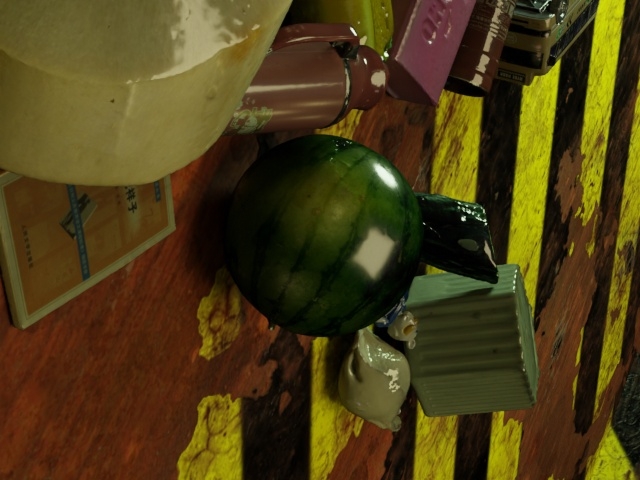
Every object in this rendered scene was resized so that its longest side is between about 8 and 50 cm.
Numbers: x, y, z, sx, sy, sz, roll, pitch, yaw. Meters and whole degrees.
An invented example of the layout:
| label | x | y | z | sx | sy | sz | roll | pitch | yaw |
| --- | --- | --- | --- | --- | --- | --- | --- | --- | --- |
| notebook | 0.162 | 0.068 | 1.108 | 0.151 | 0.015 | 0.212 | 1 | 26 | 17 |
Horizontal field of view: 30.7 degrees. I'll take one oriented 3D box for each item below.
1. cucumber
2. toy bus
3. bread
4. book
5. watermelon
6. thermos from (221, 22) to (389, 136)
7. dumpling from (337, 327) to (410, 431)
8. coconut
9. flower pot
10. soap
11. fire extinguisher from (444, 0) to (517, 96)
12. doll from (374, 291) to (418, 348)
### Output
| label | x | y | z | sx | sy | sz | roll | pitch | yaw |
| --- | --- | --- | --- | --- | --- | --- | --- | --- | --- |
| cucumber | 0.195 | -0.008 | 1.781 | 0.086 | 0.193 | 0.115 | -63 | 169 | -81 |
| toy bus | 0.373 | -0.389 | 1.961 | 0.289 | 0.139 | 0.157 | -49 | 147 | -44 |
| bread | 0.006 | -0.347 | 1.359 | 0.166 | 0.112 | 0.383 | -69 | 156 | -44 |
| book | -0.237 | -0.035 | 1.194 | 0.242 | 0.018 | 0.170 | -39 | 135 | -46 |
| watermelon | 0.003 | -0.004 | 1.399 | 0.242 | 0.242 | 0.242 | -34 | 132 | -49 |
| thermos | -0.051 | -0.181 | 1.249 | 0.330 | 0.109 | 0.136 | -9 | 124 | -41 |
| dumpling | 0.083 | 0.194 | 1.784 | 0.155 | 0.111 | 0.181 | -89 | -173 | -59 |
| coconut | -0.175 | -0.201 | 0.905 | 0.323 | 0.323 | 0.323 | -34 | 132 | -49 |
| flower pot | 0.246 | 0.163 | 1.885 | 0.239 | 0.190 | 0.209 | -62 | 141 | -67 |
| soap | 0.148 | -0.338 | 1.648 | 0.181 | 0.081 | 0.259 | 35 | 73 | -60 |
| fire extinguisher | 0.274 | -0.392 | 1.797 | 0.138 | 0.102 | 0.344 | 20 | 86 | -24 |
| doll | 0.097 | 0.076 | 1.745 | 0.227 | 0.057 | 0.114 | 58 | 47 | -34 |
